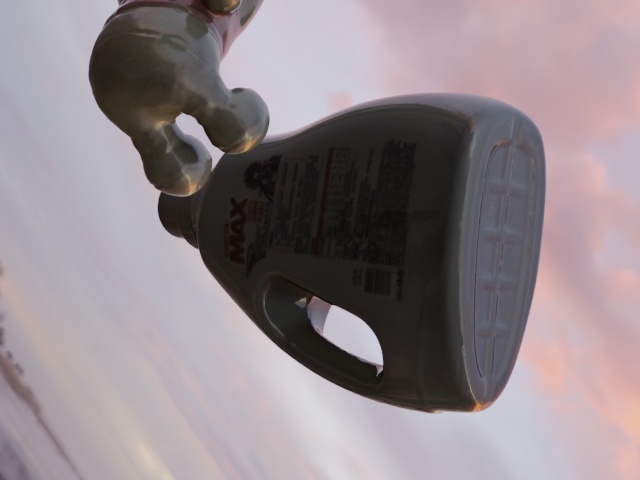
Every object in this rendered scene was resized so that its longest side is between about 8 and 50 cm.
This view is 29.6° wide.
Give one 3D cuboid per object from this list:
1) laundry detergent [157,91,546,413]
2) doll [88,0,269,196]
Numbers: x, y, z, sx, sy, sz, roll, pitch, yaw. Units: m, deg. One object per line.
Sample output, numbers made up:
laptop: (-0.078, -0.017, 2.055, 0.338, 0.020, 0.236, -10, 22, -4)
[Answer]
laundry detergent: (0.000, 0.000, 1.086, 0.398, 0.124, 0.264, 6, -88, 43)
doll: (-0.092, -0.173, 0.833, 0.113, 0.275, 0.155, 23, -33, -34)
